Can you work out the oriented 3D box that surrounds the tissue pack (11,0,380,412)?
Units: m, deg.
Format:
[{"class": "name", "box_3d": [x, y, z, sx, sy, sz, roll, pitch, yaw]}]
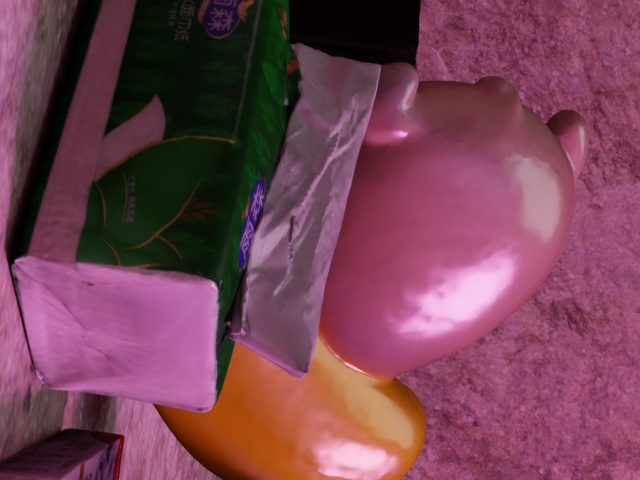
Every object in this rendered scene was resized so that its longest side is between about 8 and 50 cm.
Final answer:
[{"class": "tissue pack", "box_3d": [-0.058, -0.033, 0.779, 0.148, 0.156, 0.209, 92, 7, -58]}]

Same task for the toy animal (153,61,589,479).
[{"class": "toy animal", "box_3d": [-0.016, -0.012, 1.027, 0.345, 0.277, 0.247, -55, -155, 19]}]

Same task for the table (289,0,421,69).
[{"class": "table", "box_3d": [0.004, -0.275, 1.020, 0.282, 0.196, 0.250, -77, 177, -70]}]

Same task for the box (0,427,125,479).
[{"class": "box", "box_3d": [-0.140, 0.136, 0.786, 0.218, 0.039, 0.055, 66, 31, -89]}]
